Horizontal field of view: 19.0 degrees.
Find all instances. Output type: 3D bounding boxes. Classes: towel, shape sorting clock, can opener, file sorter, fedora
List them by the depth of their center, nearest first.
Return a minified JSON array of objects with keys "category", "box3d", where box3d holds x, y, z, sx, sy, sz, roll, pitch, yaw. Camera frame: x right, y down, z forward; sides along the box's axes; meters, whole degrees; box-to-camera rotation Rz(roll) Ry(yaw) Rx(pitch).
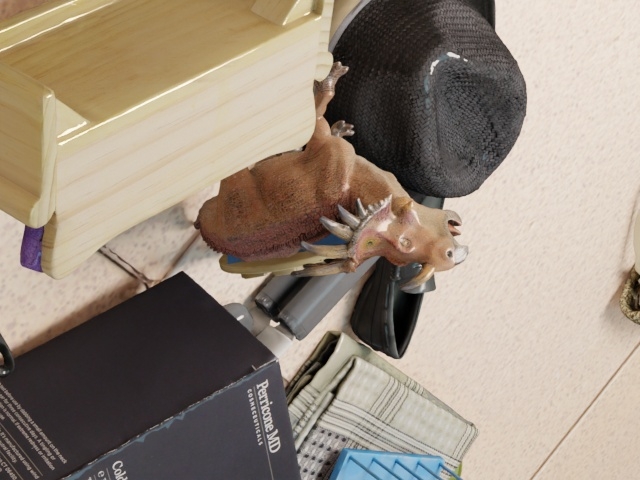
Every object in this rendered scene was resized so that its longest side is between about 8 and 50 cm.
[{"category":"shape sorting clock","box3d":[0.000,0.000,1.893,0.206,0.206,0.040,-19,99,-40]},{"category":"fedora","box3d":[0.106,-0.148,1.908,0.334,0.152,0.334,-32,141,-29]},{"category":"can opener","box3d":[-0.036,0.063,2.003,0.280,0.074,0.093,-44,145,-14]},{"category":"file sorter","box3d":[0.093,0.321,2.229,0.170,0.104,0.118,11,106,-44]},{"category":"towel","box3d":[0.022,0.290,2.250,0.312,0.056,0.324,-53,135,1]}]

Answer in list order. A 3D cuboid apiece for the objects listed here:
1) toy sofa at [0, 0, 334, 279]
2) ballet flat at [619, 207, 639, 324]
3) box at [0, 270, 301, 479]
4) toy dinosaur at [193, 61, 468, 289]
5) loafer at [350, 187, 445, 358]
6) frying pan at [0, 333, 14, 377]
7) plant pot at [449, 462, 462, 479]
[{"category":"toy sofa","box3d":[-0.156,-0.129,1.574,0.362,0.150,0.177,-32,140,-41]},{"category":"ballet flat","box3d":[0.521,-0.079,2.497,0.182,0.164,0.483,5,120,-30]},{"category":"box","box3d":[-0.189,0.262,1.845,0.312,0.179,0.343,-27,132,-22]},{"category":"toy dinosaur","box3d":[-0.026,-0.028,1.760,0.295,0.200,0.127,-18,150,29]},{"category":"loafer","box3d":[0.100,0.030,2.133,0.076,0.078,0.223,-13,130,-45]},{"category":"frying pan","box3d":[-0.320,-0.007,1.614,0.197,0.053,0.326,-55,148,3]},{"category":"plant pot","box3d":[0.122,0.278,2.401,0.079,0.083,0.083,0,121,-37]}]
